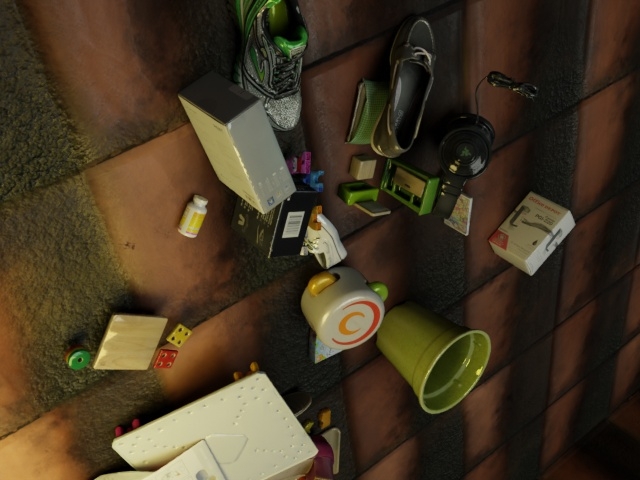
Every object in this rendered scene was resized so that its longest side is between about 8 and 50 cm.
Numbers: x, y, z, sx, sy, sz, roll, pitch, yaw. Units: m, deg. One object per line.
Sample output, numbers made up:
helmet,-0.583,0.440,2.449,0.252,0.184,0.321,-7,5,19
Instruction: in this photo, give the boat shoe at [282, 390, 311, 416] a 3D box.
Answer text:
boat shoe,-0.109,0.481,2.107,0.190,0.068,0.072,-26,145,-14

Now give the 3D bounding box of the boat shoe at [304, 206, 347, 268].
boat shoe,0.000,0.000,1.854,0.076,0.083,0.226,-46,139,-10

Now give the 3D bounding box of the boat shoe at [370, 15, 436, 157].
boat shoe,0.206,-0.348,1.728,0.112,0.095,0.335,16,88,-26

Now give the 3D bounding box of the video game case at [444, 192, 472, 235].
video game case,0.385,-0.083,2.145,0.011,0.087,0.122,-26,132,-31

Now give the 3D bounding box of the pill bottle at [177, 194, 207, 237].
pill bottle,-0.266,-0.052,1.606,0.043,0.043,0.083,11,109,-46

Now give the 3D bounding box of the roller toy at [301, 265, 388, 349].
roller toy,0.052,0.169,1.966,0.209,0.146,0.191,1,123,-30

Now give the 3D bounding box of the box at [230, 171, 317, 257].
box,-0.103,-0.068,1.656,0.093,0.158,0.156,-5,120,-41

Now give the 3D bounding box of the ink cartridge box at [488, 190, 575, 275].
ink cartridge box,0.657,-0.025,2.379,0.218,0.158,0.092,-47,138,-8

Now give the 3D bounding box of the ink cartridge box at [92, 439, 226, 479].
ink cartridge box,-0.425,0.654,1.883,0.385,0.091,0.308,-31,134,-17

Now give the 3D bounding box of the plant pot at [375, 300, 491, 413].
plant pot,0.304,0.312,2.216,0.276,0.254,0.276,-24,132,-30

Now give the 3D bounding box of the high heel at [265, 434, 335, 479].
high heel,-0.132,0.590,2.140,0.377,0.181,0.127,25,115,-24

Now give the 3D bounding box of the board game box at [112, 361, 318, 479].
board game box,-0.247,0.495,1.883,0.390,0.050,0.390,-25,133,1

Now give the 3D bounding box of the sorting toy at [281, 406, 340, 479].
sorting toy,-0.032,0.654,2.302,0.229,0.041,0.307,-22,130,-31

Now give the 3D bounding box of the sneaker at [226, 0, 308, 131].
sneaker,-0.091,-0.355,1.483,0.134,0.146,0.343,-31,135,-24

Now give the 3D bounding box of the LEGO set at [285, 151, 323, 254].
LEGO set,-0.053,-0.085,1.737,0.087,0.093,0.227,-5,98,-59

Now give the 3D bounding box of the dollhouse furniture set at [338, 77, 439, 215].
dollhouse furniture set,0.179,-0.218,1.817,0.197,0.151,0.301,-10,123,-38

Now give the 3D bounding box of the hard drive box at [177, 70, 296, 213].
hard drive box,-0.162,-0.191,1.504,0.089,0.181,0.232,-39,137,-17

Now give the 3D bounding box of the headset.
headset,0.393,-0.229,1.920,0.243,0.185,0.394,-60,168,-61

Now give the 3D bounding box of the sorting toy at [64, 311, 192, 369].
sorting toy,-0.409,0.211,1.652,0.274,0.046,0.132,10,109,-45

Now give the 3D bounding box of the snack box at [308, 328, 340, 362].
snack box,0.034,0.266,2.100,0.141,0.037,0.100,-20,128,-32
